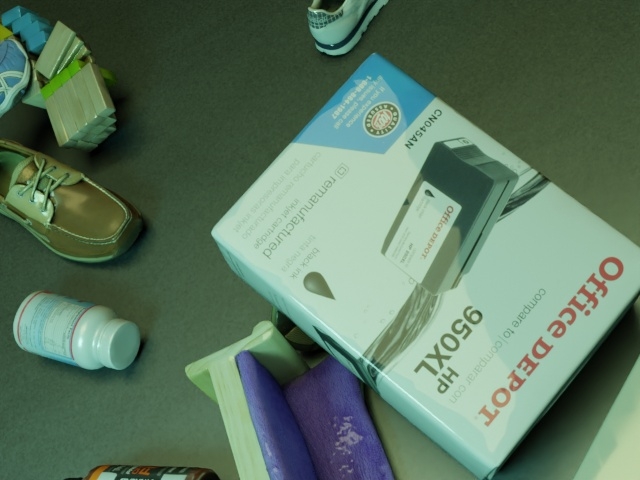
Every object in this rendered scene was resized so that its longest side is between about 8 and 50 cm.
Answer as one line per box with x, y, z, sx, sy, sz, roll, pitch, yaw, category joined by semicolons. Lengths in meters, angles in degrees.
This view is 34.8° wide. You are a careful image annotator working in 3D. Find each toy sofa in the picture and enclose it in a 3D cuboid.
-0.007;0.272;1.129;0.177;0.150;0.363;-26;56;7;toy sofa

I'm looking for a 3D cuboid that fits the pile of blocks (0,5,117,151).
-0.415;-0.275;1.611;0.362;0.112;0.149;41;105;27;pile of blocks

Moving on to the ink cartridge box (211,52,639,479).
0.124;0.029;1.141;0.395;0.166;0.285;39;80;15;ink cartridge box

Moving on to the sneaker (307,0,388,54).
0.054;-0.391;1.518;0.090;0.095;0.235;14;66;29;sneaker

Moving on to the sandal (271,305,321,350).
0.001;-0.001;1.320;0.086;0.120;0.303;-23;52;58;sandal

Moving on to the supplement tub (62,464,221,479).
-0.219;0.319;1.209;0.197;0.106;0.106;-3;61;19;supplement tub

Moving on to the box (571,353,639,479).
0.336;0.222;1.051;0.094;0.113;0.275;24;74;29;box

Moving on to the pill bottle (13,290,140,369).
-0.326;0.124;1.373;0.160;0.087;0.087;12;67;26;pill bottle

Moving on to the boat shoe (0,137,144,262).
-0.407;-0.066;1.492;0.324;0.120;0.123;20;71;29;boat shoe

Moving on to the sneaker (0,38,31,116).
-0.502;-0.221;1.515;0.080;0.081;0.211;4;59;29;sneaker
